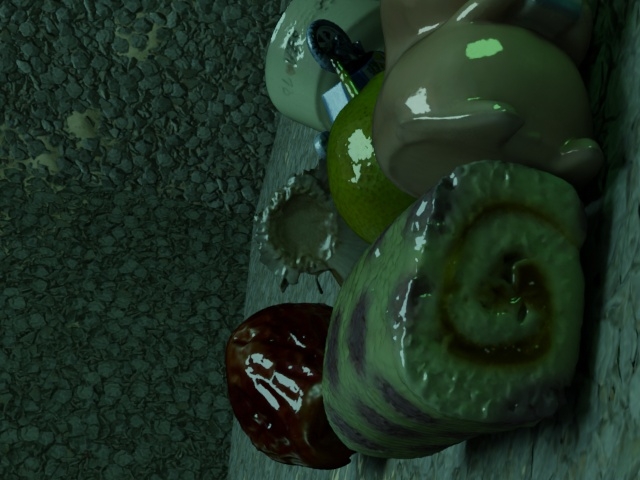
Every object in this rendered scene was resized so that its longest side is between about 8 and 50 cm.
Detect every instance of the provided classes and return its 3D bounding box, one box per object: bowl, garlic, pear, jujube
[{"bbox_3d":[0.058,-0.217,1.652,0.126,0.237,0.238,45,133,36],"label":"bowl"},{"bbox_3d":[0.000,0.000,1.630,0.256,0.207,0.207,-45,31,46],"label":"garlic"},{"bbox_3d":[0.076,-0.089,1.241,0.180,0.216,0.166,-44,-5,-18],"label":"pear"},{"bbox_3d":[-0.016,0.175,1.647,0.290,0.197,0.197,-145,66,-68],"label":"jujube"}]

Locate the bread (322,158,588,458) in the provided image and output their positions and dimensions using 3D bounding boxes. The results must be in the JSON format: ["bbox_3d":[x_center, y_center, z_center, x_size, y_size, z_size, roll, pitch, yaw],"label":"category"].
[{"bbox_3d":[0.093,0.071,1.085,0.338,0.155,0.187,122,156,-74],"label":"bread"}]

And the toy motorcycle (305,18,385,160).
[{"bbox_3d":[0.066,-0.132,1.496,0.092,0.135,0.254,-33,71,39],"label":"toy motorcycle"}]

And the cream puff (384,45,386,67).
[{"bbox_3d":[0.121,-0.160,1.398,0.126,0.103,0.144,66,-167,-59],"label":"cream puff"}]

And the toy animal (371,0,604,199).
[{"bbox_3d":[0.124,-0.147,1.068,0.213,0.195,0.256,-40,34,56],"label":"toy animal"}]
